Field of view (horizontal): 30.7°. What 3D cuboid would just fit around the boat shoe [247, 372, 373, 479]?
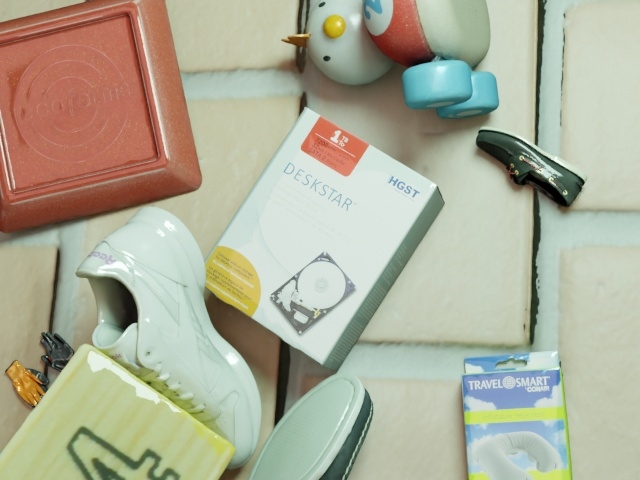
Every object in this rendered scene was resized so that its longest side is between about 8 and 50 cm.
[{"bbox_3d":[-0.028,0.284,1.249,0.303,0.091,0.114,-54,29,-2],"label":"boat shoe"}]

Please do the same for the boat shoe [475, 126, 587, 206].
[{"bbox_3d":[0.228,-0.083,1.292,0.133,0.049,0.042,31,78,13],"label":"boat shoe"}]

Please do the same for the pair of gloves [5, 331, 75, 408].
[{"bbox_3d":[-0.327,0.154,1.382,0.083,0.010,0.074,-44,72,-1],"label":"pair of gloves"}]

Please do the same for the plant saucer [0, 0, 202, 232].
[{"bbox_3d":[-0.293,-0.162,1.394,0.258,0.048,0.259,-13,84,3],"label":"plant saucer"}]

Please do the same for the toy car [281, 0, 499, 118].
[{"bbox_3d":[0.057,-0.238,1.298,0.237,0.210,0.219,-9,87,23],"label":"toy car"}]

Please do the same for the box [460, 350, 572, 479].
[{"bbox_3d":[0.208,0.207,1.236,0.109,0.042,0.178,-5,77,11],"label":"box"}]

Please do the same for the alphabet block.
[{"bbox_3d":[-0.231,0.252,1.198,0.193,0.192,0.197,36,66,-5],"label":"alphabet block"}]

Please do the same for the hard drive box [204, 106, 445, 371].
[{"bbox_3d":[0.000,0.000,1.304,0.181,0.089,0.232,31,85,16],"label":"hard drive box"}]

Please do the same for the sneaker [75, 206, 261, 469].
[{"bbox_3d":[-0.168,0.125,1.244,0.114,0.152,0.305,-8,111,42],"label":"sneaker"}]
